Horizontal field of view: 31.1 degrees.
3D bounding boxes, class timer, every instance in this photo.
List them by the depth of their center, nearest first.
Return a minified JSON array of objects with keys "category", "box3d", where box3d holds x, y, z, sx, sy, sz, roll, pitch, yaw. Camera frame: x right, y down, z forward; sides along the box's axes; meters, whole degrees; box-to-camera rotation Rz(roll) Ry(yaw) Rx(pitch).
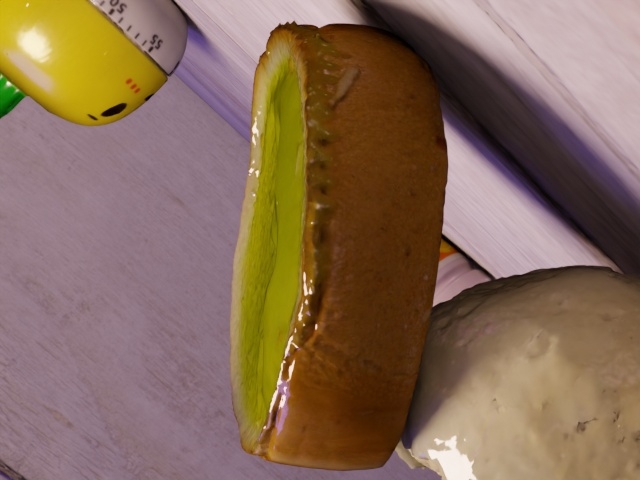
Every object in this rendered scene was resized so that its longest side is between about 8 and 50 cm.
[{"category":"timer","box3d":[-0.321,-0.230,1.354,0.285,0.285,0.285,42,179,1]}]

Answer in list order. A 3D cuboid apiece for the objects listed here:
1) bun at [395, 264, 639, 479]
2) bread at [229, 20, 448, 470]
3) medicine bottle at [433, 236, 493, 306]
[{"category":"bun","box3d":[0.154,0.099,0.601,0.259,0.152,0.259,31,175,3]},{"category":"bread","box3d":[0.000,0.000,0.592,0.070,0.236,0.236,6,-173,-12]},{"category":"medicine bottle","box3d":[0.062,0.019,1.282,0.250,0.133,0.133,41,179,23]}]
